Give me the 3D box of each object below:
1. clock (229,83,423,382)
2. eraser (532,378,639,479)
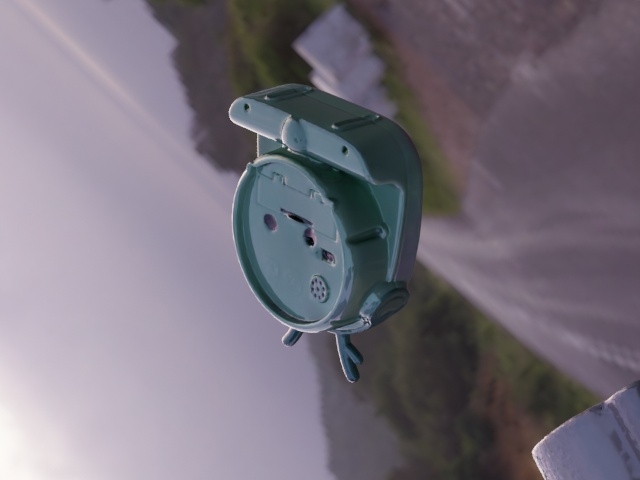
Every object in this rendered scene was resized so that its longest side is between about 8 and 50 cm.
[{"bbox_3d":[0.000,0.000,1.306,0.159,0.066,0.211,24,122,44],"label":"clock"},{"bbox_3d":[0.200,0.203,0.781,0.290,0.087,0.171,62,-172,16],"label":"eraser"}]
